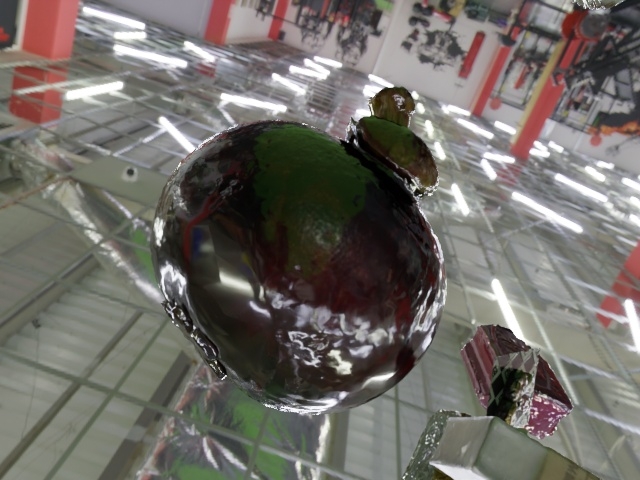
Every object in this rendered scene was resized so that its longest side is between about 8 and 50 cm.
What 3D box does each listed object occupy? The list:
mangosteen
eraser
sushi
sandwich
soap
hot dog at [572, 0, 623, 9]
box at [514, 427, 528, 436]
[{"bbox_3d":[-0.013,0.014,0.561,0.297,0.297,0.293,30,-134,23],"label":"mangosteen"},{"bbox_3d":[0.302,0.321,0.642,0.343,0.078,0.144,32,160,3],"label":"eraser"},{"bbox_3d":[0.285,0.219,0.803,0.126,0.120,0.026,3,-175,-41],"label":"sushi"},{"bbox_3d":[0.294,0.574,1.419,0.099,0.301,0.271,30,162,-2],"label":"sandwich"},{"bbox_3d":[0.388,0.274,1.168,0.162,0.099,0.250,23,-161,-8],"label":"soap"},{"bbox_3d":[0.487,-0.469,0.843,0.082,0.270,0.163,-42,-78,-43],"label":"hot dog"},{"bbox_3d":[0.445,0.506,1.338,0.086,0.130,0.225,6,-162,18],"label":"box"}]
